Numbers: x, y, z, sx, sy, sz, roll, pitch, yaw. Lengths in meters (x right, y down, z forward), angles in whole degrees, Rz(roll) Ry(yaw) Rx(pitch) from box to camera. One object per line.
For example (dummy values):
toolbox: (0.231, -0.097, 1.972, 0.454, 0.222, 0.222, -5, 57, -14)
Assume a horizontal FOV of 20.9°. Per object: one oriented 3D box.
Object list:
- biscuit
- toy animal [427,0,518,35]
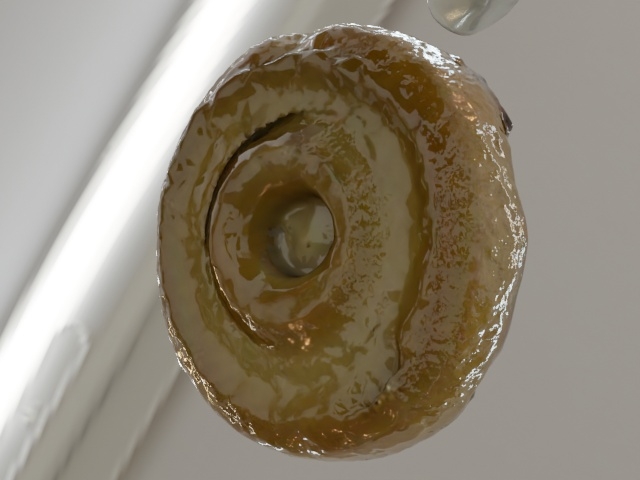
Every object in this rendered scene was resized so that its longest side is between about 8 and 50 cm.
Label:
biscuit: (0.000, 0.000, 1.148, 0.296, 0.102, 0.296, -5, -97, 42)
toy animal: (0.115, -0.162, 0.532, 0.289, 0.174, 0.249, 43, -57, 24)
